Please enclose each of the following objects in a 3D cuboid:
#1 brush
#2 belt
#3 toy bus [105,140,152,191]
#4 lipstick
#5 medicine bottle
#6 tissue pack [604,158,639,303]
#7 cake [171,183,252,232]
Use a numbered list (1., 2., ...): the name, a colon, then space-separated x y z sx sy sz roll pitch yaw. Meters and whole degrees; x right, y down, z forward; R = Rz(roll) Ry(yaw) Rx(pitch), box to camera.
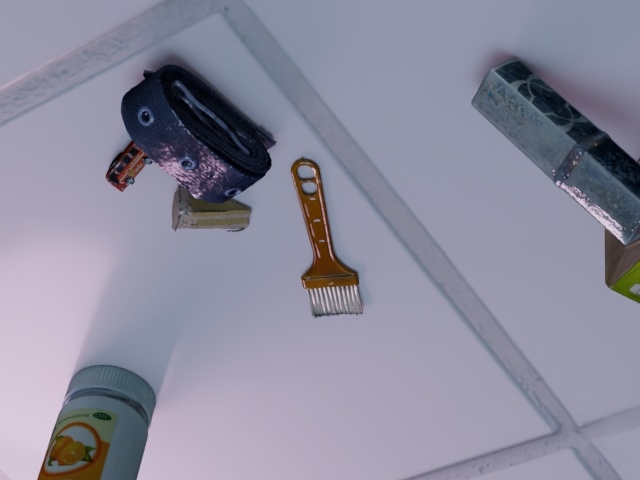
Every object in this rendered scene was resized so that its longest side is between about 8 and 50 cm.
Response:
1. brush: 0.000 0.000 2.181 0.090 0.017 0.314 -5 131 10
2. belt: -0.182 -0.138 2.011 0.128 0.122 0.218 -29 123 34
3. toy bus: -0.272 -0.118 2.107 0.043 0.031 0.110 33 127 -17
4. lipstick: 0.321 -0.120 1.876 0.290 0.077 0.076 44 136 20
5. medicine bottle: -0.377 0.372 2.375 0.158 0.318 0.158 4 133 4
6. tissue pack: 0.544 0.012 1.973 0.275 0.200 0.167 26 133 -14
7. cake: -0.161 -0.047 2.155 0.121 0.065 0.052 3 137 -25
